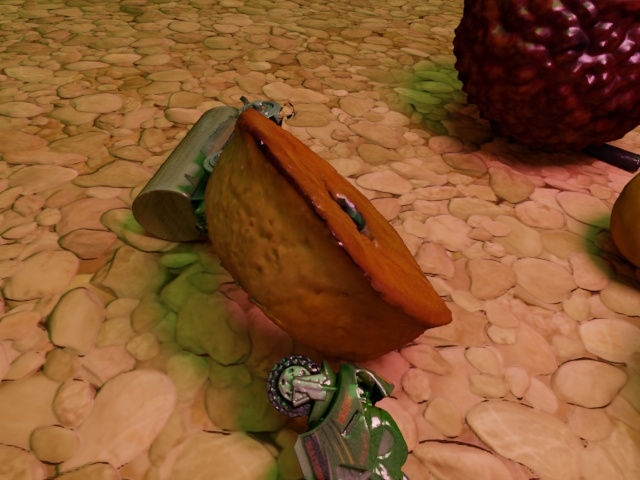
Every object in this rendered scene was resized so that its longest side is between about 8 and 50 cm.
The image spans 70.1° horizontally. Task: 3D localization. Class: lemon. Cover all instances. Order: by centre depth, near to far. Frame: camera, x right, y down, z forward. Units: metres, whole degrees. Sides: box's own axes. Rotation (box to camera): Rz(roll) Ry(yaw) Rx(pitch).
[{"bbox_3d":[0.496,-0.029,0.623,0.169,0.170,0.207,28,38,23],"label":"lemon"}]

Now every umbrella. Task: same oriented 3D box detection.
[{"bbox_3d":[0.558,-0.172,0.891,0.133,0.031,0.036,32,38,28],"label":"umbrella"}]

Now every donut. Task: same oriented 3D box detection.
[{"bbox_3d":[0.000,0.000,0.479,0.303,0.110,0.303,41,15,-14],"label":"donut"}]

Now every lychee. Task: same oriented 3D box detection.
[{"bbox_3d":[0.455,-0.361,0.799,0.423,0.426,0.500,0,14,-8],"label":"lychee"}]

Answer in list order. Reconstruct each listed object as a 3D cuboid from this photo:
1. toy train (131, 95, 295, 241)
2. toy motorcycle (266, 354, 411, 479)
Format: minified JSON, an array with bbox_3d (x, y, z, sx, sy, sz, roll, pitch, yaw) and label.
[{"bbox_3d":[-0.148,-0.121,0.672,0.189,0.127,0.308,9,42,4],"label":"toy train"},{"bbox_3d":[0.030,0.174,0.374,0.106,0.074,0.190,-22,69,-11],"label":"toy motorcycle"}]
